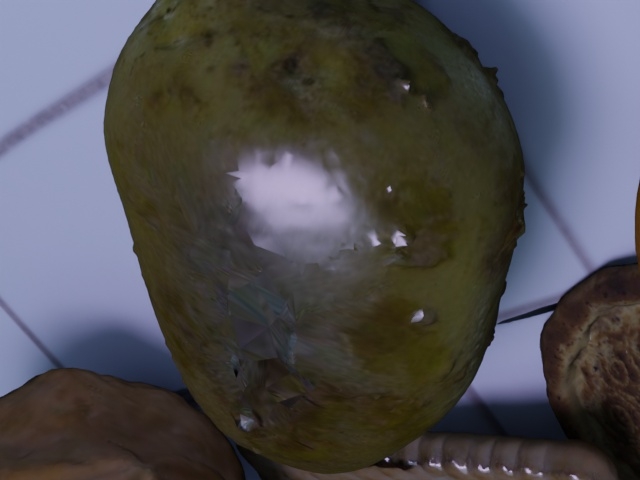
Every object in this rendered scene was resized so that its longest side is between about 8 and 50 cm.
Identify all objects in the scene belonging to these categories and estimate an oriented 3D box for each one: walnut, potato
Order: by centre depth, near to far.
[{"bbox_3d":[0.000,0.000,0.549,0.210,0.173,0.307,15,136,16],"label":"potato"},{"bbox_3d":[-0.181,0.254,0.796,0.306,0.306,0.344,33,130,1],"label":"walnut"}]

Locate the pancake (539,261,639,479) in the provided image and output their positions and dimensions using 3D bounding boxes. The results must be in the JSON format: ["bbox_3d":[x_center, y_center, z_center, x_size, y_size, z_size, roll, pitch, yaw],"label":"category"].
[{"bbox_3d":[0.203,0.105,0.596,0.190,0.020,0.184,36,140,23],"label":"pancake"}]

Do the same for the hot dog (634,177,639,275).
[{"bbox_3d":[0.308,0.046,0.367,0.405,0.223,0.185,1,125,30],"label":"hot dog"}]

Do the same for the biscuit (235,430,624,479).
[{"bbox_3d":[0.097,0.205,0.741,0.325,0.044,0.217,-7,127,47],"label":"biscuit"}]
